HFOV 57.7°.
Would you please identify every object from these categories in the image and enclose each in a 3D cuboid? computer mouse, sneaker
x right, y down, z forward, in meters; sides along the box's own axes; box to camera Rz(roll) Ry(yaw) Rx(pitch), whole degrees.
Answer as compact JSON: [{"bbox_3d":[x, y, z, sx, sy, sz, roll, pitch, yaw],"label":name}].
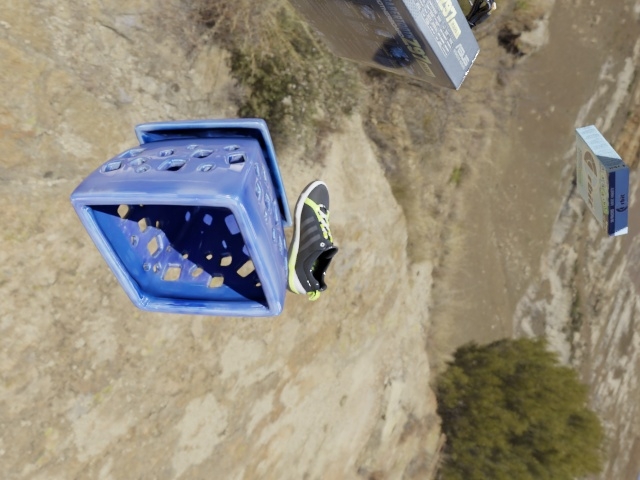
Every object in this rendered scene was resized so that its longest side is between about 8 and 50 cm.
[{"bbox_3d":[0.219,-0.449,0.992,0.042,0.192,0.106,-31,-178,-25],"label":"computer mouse"},{"bbox_3d":[0.000,0.000,1.118,0.084,0.097,0.234,23,75,-54],"label":"sneaker"}]

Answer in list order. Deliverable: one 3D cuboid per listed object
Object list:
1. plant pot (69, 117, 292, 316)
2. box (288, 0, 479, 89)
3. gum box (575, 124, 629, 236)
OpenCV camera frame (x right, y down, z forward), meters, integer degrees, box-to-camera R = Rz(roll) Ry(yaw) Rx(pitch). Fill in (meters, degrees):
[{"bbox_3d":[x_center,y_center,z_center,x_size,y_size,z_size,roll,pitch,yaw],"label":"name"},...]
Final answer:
[{"bbox_3d":[-0.167,-0.043,0.836,0.235,0.236,0.212,77,19,-44],"label":"plant pot"},{"bbox_3d":[0.043,-0.254,0.596,0.233,0.184,0.059,29,90,-55],"label":"box"},{"bbox_3d":[0.575,-0.125,1.193,0.184,0.041,0.156,-88,163,-54],"label":"gum box"}]
